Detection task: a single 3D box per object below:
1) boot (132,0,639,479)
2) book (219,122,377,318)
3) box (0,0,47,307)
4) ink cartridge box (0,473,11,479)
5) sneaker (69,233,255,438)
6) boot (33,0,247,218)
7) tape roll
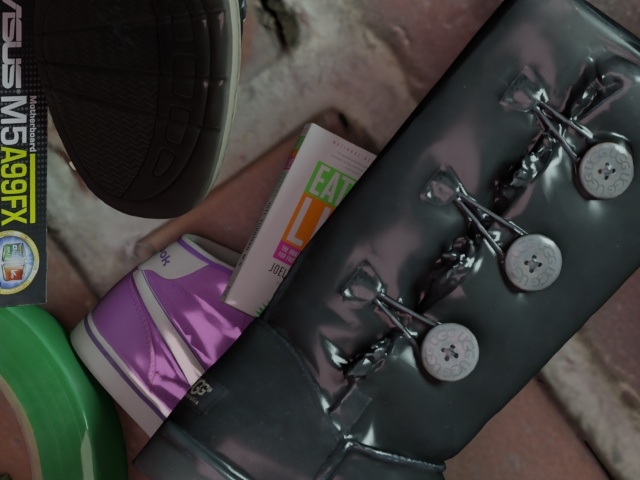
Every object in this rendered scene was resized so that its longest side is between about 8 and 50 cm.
[{"bbox_3d":[0.140,0.086,1.322,0.367,0.146,0.445,41,83,-21],"label":"boot"},{"bbox_3d":[0.000,0.000,1.356,0.096,0.035,0.144,27,83,-17],"label":"book"},{"bbox_3d":[-0.264,-0.087,1.298,0.060,0.270,0.216,-5,104,-29],"label":"box"},{"bbox_3d":[-0.313,0.310,1.489,0.235,0.056,0.171,-26,98,10],"label":"ink cartridge box"},{"bbox_3d":[-0.037,0.119,1.393,0.161,0.102,0.282,-42,95,9],"label":"sneaker"},{"bbox_3d":[-0.072,-0.231,1.226,0.138,0.284,0.377,5,116,21],"label":"boot"},{"bbox_3d":[-0.307,0.182,1.405,0.321,0.077,0.321,-1,86,13],"label":"tape roll"}]
